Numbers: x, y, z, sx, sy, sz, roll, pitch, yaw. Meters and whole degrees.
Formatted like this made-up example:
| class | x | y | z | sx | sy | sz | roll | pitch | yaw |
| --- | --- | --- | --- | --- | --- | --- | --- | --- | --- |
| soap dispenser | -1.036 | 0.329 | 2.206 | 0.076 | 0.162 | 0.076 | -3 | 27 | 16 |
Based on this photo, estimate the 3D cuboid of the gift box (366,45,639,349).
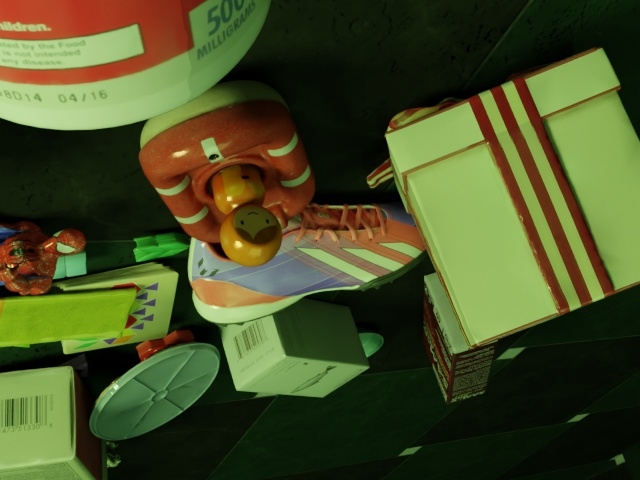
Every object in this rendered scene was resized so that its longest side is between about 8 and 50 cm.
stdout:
| class | x | y | z | sx | sy | sz | roll | pitch | yaw |
| --- | --- | --- | --- | --- | --- | --- | --- | --- | --- |
| gift box | 0.201 | -0.037 | 0.989 | 0.255 | 0.258 | 0.276 | -21 | 171 | -1 |

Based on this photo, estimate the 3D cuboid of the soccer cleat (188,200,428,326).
| class | x | y | z | sx | sy | sz | roll | pitch | yaw |
| --- | --- | --- | --- | --- | --- | --- | --- | --- | --- |
| soccer cleat | 0.000 | 0.000 | 1.086 | 0.318 | 0.108 | 0.116 | -17 | 129 | -15 |

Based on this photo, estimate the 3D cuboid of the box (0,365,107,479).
| class | x | y | z | sx | sy | sz | roll | pitch | yaw |
| --- | --- | --- | --- | --- | --- | --- | --- | --- | --- |
| box | -0.384 | 0.272 | 1.263 | 0.149 | 0.126 | 0.232 | -6 | 154 | -6 |

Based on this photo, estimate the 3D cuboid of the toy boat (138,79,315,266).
| class | x | y | z | sx | sy | sz | roll | pitch | yaw |
| --- | --- | --- | --- | --- | --- | --- | --- | --- | --- |
| toy boat | -0.079 | -0.044 | 0.901 | 0.151 | 0.151 | 0.231 | -21 | 152 | 2 |

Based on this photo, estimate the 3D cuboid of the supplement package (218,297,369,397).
| class | x | y | z | sx | sy | sz | roll | pitch | yaw |
| --- | --- | --- | --- | --- | --- | --- | --- | --- | --- |
| supplement package | -0.036 | 0.150 | 1.315 | 0.105 | 0.105 | 0.179 | -38 | 147 | 30 |

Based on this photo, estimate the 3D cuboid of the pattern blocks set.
| class | x | y | z | sx | sy | sz | roll | pitch | yaw |
| --- | --- | --- | --- | --- | --- | --- | --- | --- | --- |
| pattern blocks set | -0.254 | 0.086 | 1.150 | 0.286 | 0.026 | 0.325 | -4 | 148 | -27 |

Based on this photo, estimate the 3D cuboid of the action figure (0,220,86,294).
| class | x | y | z | sx | sy | sz | roll | pitch | yaw |
| --- | --- | --- | --- | --- | --- | --- | --- | --- | --- |
| action figure | -0.374 | 0.031 | 0.908 | 0.281 | 0.091 | 0.139 | -18 | 164 | -3 |

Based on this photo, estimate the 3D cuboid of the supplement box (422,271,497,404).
| class | x | y | z | sx | sy | sz | roll | pitch | yaw |
| --- | --- | --- | --- | --- | --- | --- | --- | --- | --- |
| supplement box | 0.211 | 0.150 | 1.440 | 0.073 | 0.130 | 0.239 | -17 | 151 | -4 |

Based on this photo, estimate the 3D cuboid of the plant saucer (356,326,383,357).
| class | x | y | z | sx | sy | sz | roll | pitch | yaw |
| --- | --- | --- | --- | --- | --- | --- | --- | --- | --- |
| plant saucer | 0.041 | 0.168 | 1.480 | 0.119 | 0.021 | 0.119 | -14 | 151 | -8 |

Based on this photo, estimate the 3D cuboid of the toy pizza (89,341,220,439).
| class | x | y | z | sx | sy | sz | roll | pitch | yaw |
| --- | --- | --- | --- | --- | --- | --- | --- | --- | --- |
| toy pizza | -0.229 | 0.202 | 1.280 | 0.201 | 0.032 | 0.201 | -30 | 153 | -17 |

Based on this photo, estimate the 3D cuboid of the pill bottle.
| class | x | y | z | sx | sy | sz | roll | pitch | yaw |
| --- | --- | --- | --- | --- | --- | --- | --- | --- | --- |
| pill bottle | -0.141 | -0.253 | 0.416 | 0.229 | 0.229 | 0.407 | -15 | 152 | -8 |

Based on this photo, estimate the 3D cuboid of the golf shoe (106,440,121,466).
| class | x | y | z | sx | sy | sz | roll | pitch | yaw |
| --- | --- | --- | --- | --- | --- | --- | --- | --- | --- |
| golf shoe | -0.387 | 0.332 | 1.464 | 0.086 | 0.069 | 0.176 | -17 | 151 | 7 |

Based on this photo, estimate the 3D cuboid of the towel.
| class | x | y | z | sx | sy | sz | roll | pitch | yaw |
| --- | --- | --- | --- | --- | --- | --- | --- | --- | --- |
| towel | -0.335 | 0.094 | 1.065 | 0.237 | 0.021 | 0.102 | -3 | 148 | -27 |
